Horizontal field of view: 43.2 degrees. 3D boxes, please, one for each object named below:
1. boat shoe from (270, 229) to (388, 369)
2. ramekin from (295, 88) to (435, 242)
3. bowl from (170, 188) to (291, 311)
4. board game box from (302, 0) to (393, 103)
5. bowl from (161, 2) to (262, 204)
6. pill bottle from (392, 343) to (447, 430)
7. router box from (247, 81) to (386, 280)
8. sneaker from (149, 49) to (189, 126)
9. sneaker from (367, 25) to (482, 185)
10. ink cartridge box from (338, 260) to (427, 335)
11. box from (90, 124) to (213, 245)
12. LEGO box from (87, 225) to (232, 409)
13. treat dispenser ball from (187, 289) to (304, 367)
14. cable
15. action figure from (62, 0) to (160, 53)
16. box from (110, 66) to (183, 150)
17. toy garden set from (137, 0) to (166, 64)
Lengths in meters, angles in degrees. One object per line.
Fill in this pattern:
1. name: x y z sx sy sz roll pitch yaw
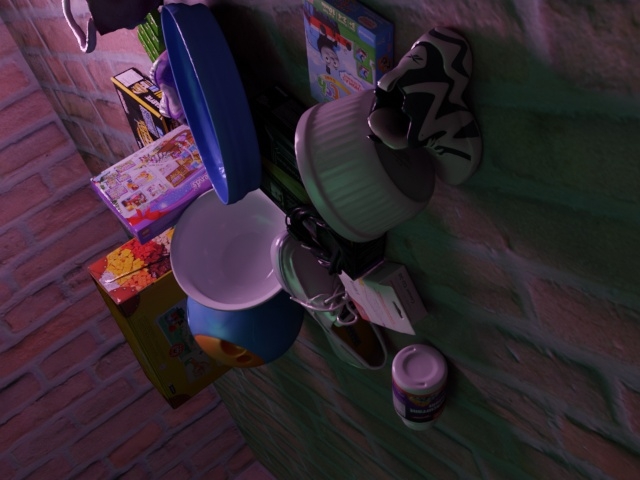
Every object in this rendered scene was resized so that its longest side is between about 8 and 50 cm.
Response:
1. boat shoe: 0.035 0.134 1.679 0.156 0.136 0.367 14 138 60
2. ramekin: 0.071 -0.110 1.118 0.109 0.207 0.207 -22 105 34
3. bowl: -0.174 0.030 1.811 0.298 0.298 0.134 47 175 21
4. board game box: 0.041 -0.262 1.198 0.160 0.039 0.211 42 156 30
5. bowl: -0.206 -0.262 1.541 0.391 0.077 0.391 161 90 -77
6. pill bottle: 0.198 0.301 1.617 0.108 0.108 0.193 41 156 32
7. router box: -0.007 -0.105 1.481 0.309 0.081 0.243 44 157 25
8. sneaker: -0.302 -0.329 1.777 0.104 0.095 0.236 41 161 16
9. sneaker: 0.125 -0.140 1.043 0.094 0.153 0.235 41 155 34
10. ink cartridge box: 0.127 0.103 1.529 0.115 0.067 0.198 62 160 -19
11. box: -0.349 -0.140 1.863 0.201 0.293 0.057 44 157 27
12. LEGO box: -0.390 0.193 2.349 0.193 0.372 0.500 37 152 39
13. treat dispenser ball: -0.184 0.170 1.991 0.288 0.288 0.288 45 157 25
14. cable: 0.000 0.000 1.443 0.150 0.047 0.184 58 158 -10
15. action figure: -0.400 -0.554 1.417 0.248 0.275 0.370 55 174 16
16. box: -0.406 -0.262 2.111 0.257 0.079 0.322 36 152 36
17. toy garden set: -0.372 -0.492 1.726 0.204 0.049 0.244 60 166 5
